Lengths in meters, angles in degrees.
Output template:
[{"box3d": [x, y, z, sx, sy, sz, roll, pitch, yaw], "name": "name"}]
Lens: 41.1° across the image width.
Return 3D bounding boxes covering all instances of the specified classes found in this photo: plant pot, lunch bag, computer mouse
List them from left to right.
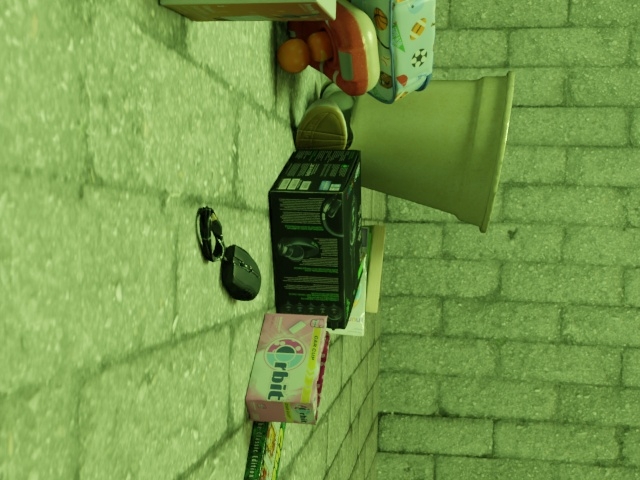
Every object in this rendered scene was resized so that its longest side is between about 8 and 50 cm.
[{"box3d": [-0.116, 0.021, 1.149, 0.242, 0.041, 0.071, 69, 25, -65], "name": "computer mouse"}, {"box3d": [0.097, -0.414, 1.521, 0.243, 0.115, 0.303, 46, -29, 38], "name": "lunch bag"}, {"box3d": [0.218, -0.204, 1.767, 0.334, 0.305, 0.334, 10, 90, -82], "name": "plant pot"}]

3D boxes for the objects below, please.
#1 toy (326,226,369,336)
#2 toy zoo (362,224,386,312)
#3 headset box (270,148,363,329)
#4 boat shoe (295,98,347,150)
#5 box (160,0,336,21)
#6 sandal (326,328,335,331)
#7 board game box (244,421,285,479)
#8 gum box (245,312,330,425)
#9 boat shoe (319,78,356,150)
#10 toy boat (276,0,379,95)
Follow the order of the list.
[{"box3d": [0.038, 0.076, 1.794, 0.056, 0.137, 0.237, 135, -40, -71], "name": "toy"}, {"box3d": [0.074, 0.064, 1.970, 0.293, 0.030, 0.192, 174, -77, -72], "name": "toy zoo"}, {"box3d": [0.000, 0.000, 1.583, 0.246, 0.131, 0.283, -66, 157, -65], "name": "headset box"}, {"box3d": [0.003, -0.203, 1.699, 0.277, 0.098, 0.096, 94, 2, -60], "name": "boat shoe"}, {"box3d": [-0.075, -0.294, 0.934, 0.130, 0.170, 0.091, -29, 120, -79], "name": "box"}, {"box3d": [0.016, 0.086, 1.852, 0.054, 0.097, 0.254, 138, -39, -65], "name": "sandal"}, {"box3d": [-0.090, 0.346, 1.419, 0.136, 0.030, 0.259, 83, 13, -54], "name": "board game box"}, {"box3d": [-0.049, 0.202, 1.391, 0.062, 0.107, 0.188, 83, 13, -45], "name": "gum box"}, {"box3d": [0.053, -0.227, 1.926, 0.302, 0.113, 0.103, 83, 7, -48], "name": "boat shoe"}, {"box3d": [-0.005, -0.334, 1.473, 0.231, 0.151, 0.151, -129, -156, -51], "name": "toy boat"}]
